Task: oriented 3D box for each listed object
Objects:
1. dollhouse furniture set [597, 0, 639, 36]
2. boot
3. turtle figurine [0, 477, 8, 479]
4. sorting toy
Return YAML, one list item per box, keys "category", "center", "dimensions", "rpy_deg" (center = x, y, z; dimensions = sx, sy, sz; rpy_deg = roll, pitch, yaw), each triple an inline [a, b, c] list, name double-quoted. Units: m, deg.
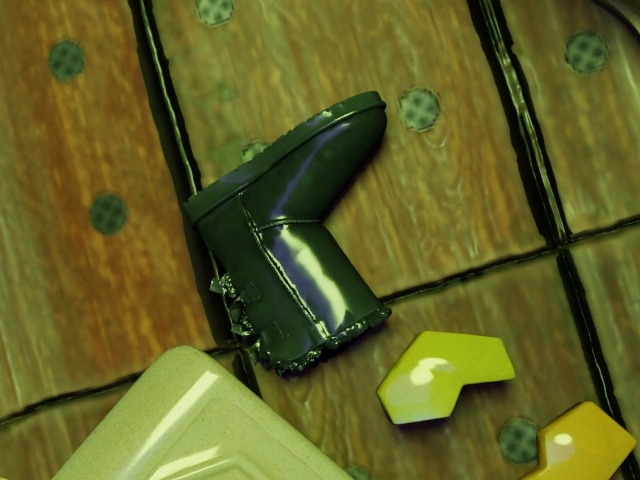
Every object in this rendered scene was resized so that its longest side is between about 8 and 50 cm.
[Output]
- category: "dollhouse furniture set"
  center: [0.192, -0.126, 0.535]
  dimensions: [0.129, 0.129, 0.184]
  rpy_deg: [-45, 61, 6]
- category: "boot"
  center: [0.000, 0.000, 0.636]
  dimensions: [0.121, 0.045, 0.099]
  rpy_deg: [-33, 79, 14]
- category: "turtle figurine"
  center: [-0.185, 0.265, 0.623]
  dimensions: [0.217, 0.087, 0.269]
  rpy_deg: [-27, 71, 10]
- category: "sorting toy"
  center: [-0.012, 0.157, 0.580]
  dimensions: [0.229, 0.041, 0.307]
  rpy_deg: [40, 82, 0]
